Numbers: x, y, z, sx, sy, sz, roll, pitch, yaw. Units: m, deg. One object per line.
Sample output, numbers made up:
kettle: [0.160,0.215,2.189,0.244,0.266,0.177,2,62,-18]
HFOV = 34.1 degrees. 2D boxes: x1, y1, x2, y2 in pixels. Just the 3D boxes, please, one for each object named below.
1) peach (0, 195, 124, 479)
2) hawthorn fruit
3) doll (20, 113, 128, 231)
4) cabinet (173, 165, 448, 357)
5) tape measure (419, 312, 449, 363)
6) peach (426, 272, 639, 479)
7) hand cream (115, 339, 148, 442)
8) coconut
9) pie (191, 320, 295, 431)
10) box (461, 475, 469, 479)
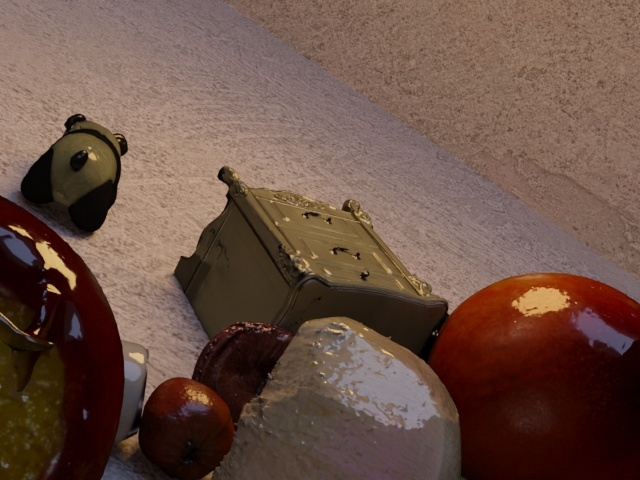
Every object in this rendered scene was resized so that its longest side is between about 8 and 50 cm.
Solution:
peach: [-0.370,0.106,0.959,0.405,0.335,0.310,24,3,0]
hawthorn fruit: [-0.164,0.226,1.265,0.128,0.128,0.128,27,22,-11]
doll: [-0.388,-0.116,1.701,0.143,0.135,0.234,29,17,-11]
cabinet: [-0.025,0.073,1.632,0.289,0.228,0.318,13,27,-36]
tape measure: [0.166,0.151,1.882,0.186,0.112,0.199,38,23,13]
peach: [0.350,0.226,1.553,0.388,0.388,0.388,27,22,-11]
hand cream: [-0.375,0.141,1.207,0.358,0.118,0.185,17,27,-15]
coconut: [0.035,0.255,1.221,0.254,0.297,0.297,32,21,10]
pie: [-0.087,0.196,1.387,0.182,0.182,0.049,24,-20,-18]
box: [0.255,0.441,1.391,0.301,0.084,0.193,29,22,-4]
